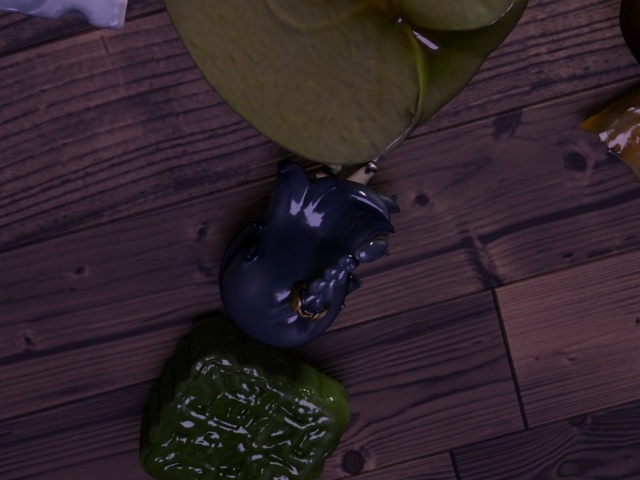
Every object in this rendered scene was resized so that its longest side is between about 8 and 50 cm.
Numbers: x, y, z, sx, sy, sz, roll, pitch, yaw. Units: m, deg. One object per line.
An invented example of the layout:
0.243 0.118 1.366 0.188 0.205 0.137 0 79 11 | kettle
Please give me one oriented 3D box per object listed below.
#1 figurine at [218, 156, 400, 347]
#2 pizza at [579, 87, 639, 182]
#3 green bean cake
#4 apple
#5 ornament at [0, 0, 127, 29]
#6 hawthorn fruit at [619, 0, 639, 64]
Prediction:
-0.014 0.007 1.846 0.175 0.197 0.265 30 121 5 | figurine
0.498 -0.127 1.869 0.365 0.074 0.182 -8 121 -2 | pizza
-0.095 0.236 1.997 0.248 0.125 0.222 21 117 -19 | green bean cake
0.024 -0.293 1.576 0.360 0.320 0.311 44 154 11 | apple
-0.295 -0.380 1.522 0.239 0.240 0.240 8 120 -10 | ornament
0.489 -0.266 1.674 0.268 0.268 0.301 35 103 -25 | hawthorn fruit
